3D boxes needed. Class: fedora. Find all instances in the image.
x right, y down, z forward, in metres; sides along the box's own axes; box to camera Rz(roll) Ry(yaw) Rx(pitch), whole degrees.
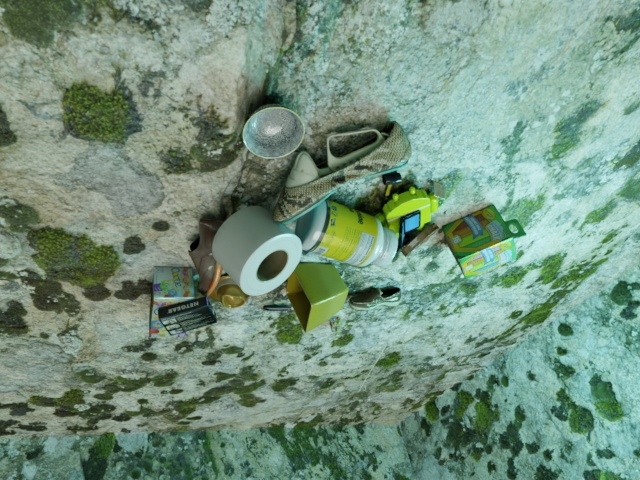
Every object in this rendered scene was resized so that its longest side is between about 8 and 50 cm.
[{"bbox_3d":[-0.357,0.218,1.841,0.194,0.079,0.194,-9,141,-8],"label":"fedora"}]

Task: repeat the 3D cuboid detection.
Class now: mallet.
[{"bbox_3d":[0.246,-0.169,1.614,0.062,0.039,0.190,-14,147,-6],"label":"mallet"}]

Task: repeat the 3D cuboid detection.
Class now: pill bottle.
[{"bbox_3d":[0.094,-0.018,1.587,0.333,0.188,0.188,18,132,-24],"label":"pill bottle"}]

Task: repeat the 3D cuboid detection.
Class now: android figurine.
[{"bbox_3d":[0.318,-0.102,1.680,0.248,0.056,0.273,-23,148,5],"label":"android figurine"}]

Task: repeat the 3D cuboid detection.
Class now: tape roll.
[{"bbox_3d":[-0.203,0.033,1.479,0.246,0.169,0.246,-31,144,-26],"label":"tape roll"}]

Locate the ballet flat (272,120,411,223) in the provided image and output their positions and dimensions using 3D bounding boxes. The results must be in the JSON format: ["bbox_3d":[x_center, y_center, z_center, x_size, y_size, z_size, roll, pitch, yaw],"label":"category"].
[{"bbox_3d":[0.040,-0.230,1.397,0.482,0.164,0.182,-25,119,3],"label":"ballet flat"}]

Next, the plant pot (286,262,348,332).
[{"bbox_3d":[-0.009,0.213,1.869,0.187,0.212,0.212,-15,144,-22],"label":"plant pot"}]

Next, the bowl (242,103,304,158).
[{"bbox_3d":[-0.134,-0.317,1.263,0.170,0.080,0.170,-10,141,-8],"label":"bowl"}]

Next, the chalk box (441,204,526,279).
[{"bbox_3d":[0.670,-0.005,1.839,0.288,0.180,0.179,-26,141,11],"label":"chalk box"}]

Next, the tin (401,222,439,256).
[{"bbox_3d":[0.395,-0.002,1.821,0.106,0.040,0.190,-32,167,-51],"label":"tin"}]

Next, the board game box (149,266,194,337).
[{"bbox_3d":[-0.572,0.239,1.742,0.142,0.144,0.275,3,137,-23],"label":"board game box"}]

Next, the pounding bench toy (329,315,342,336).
[{"bbox_3d":[0.080,0.419,2.230,0.052,0.083,0.065,-8,142,-10],"label":"pounding bench toy"}]

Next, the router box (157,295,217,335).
[{"bbox_3d":[-0.482,0.277,1.666,0.178,0.046,0.133,-15,142,-7],"label":"router box"}]

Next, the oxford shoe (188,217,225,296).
[{"bbox_3d":[-0.402,0.058,1.619,0.132,0.130,0.364,17,127,-11],"label":"oxford shoe"}]

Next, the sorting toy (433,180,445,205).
[{"bbox_3d":[0.425,-0.167,1.639,0.062,0.083,0.012,14,158,-34],"label":"sorting toy"}]

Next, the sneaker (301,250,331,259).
[{"bbox_3d":[0.000,0.000,1.706,0.228,0.086,0.132,6,133,-40],"label":"sneaker"}]

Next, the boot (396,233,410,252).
[{"bbox_3d":[0.293,0.011,1.837,0.121,0.045,0.099,3,141,-32],"label":"boot"}]

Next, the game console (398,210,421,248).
[{"bbox_3d":[0.327,-0.038,1.670,0.071,0.107,0.122,4,153,14],"label":"game console"}]

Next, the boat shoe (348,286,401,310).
[{"bbox_3d":[0.252,0.252,2.094,0.257,0.095,0.095,-5,127,-22],"label":"boat shoe"}]

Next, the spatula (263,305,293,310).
[{"bbox_3d":[-0.111,0.298,2.060,0.296,0.030,0.084,-3,139,-15],"label":"spatula"}]
